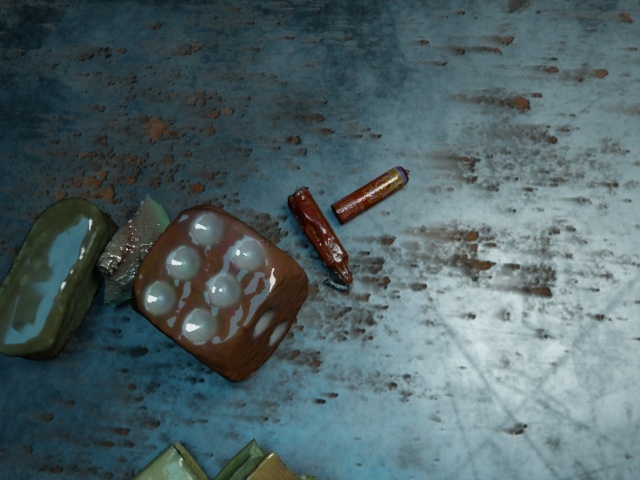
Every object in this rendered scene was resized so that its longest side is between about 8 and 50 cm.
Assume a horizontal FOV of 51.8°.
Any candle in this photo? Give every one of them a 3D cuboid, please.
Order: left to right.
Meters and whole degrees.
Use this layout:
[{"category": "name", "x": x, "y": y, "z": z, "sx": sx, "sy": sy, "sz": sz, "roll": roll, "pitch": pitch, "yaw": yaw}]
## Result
[{"category": "candle", "x": 0.000, "y": 0.000, "z": 0.941, "sx": 0.048, "sy": 0.053, "sz": 0.162, "roll": -30, "pitch": 76, "yaw": 1}]

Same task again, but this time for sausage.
[{"category": "sausage", "x": 0.077, "y": -0.070, "z": 0.964, "sx": 0.129, "sy": 0.034, "sz": 0.034, "roll": -30, "pitch": 73, "yaw": -5}]

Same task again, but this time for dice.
[{"category": "dice", "x": -0.127, "y": 0.069, "z": 0.864, "sx": 0.173, "sy": 0.179, "sz": 0.175, "roll": 34, "pitch": 76, "yaw": 13}]

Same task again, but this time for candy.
[{"category": "candy", "x": -0.373, "y": 0.054, "z": 0.926, "sx": 0.102, "sy": 0.104, "sz": 0.234, "roll": 18, "pitch": 76, "yaw": 4}]

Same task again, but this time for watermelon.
[{"category": "watermelon", "x": -0.252, "y": 0.011, "z": 0.941, "sx": 0.101, "sy": 0.080, "sz": 0.155, "roll": 1, "pitch": 52, "yaw": 16}]

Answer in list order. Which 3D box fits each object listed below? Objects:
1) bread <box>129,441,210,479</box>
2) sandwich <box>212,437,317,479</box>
[{"category": "bread", "x": -0.214, "y": 0.365, "z": 0.841, "sx": 0.178, "sy": 0.060, "sz": 0.139, "roll": -43, "pitch": 75, "yaw": -9}, {"category": "sandwich", "x": -0.046, "y": 0.369, "z": 0.791, "sx": 0.186, "sy": 0.108, "sz": 0.220, "roll": -41, "pitch": 96, "yaw": -22}]
